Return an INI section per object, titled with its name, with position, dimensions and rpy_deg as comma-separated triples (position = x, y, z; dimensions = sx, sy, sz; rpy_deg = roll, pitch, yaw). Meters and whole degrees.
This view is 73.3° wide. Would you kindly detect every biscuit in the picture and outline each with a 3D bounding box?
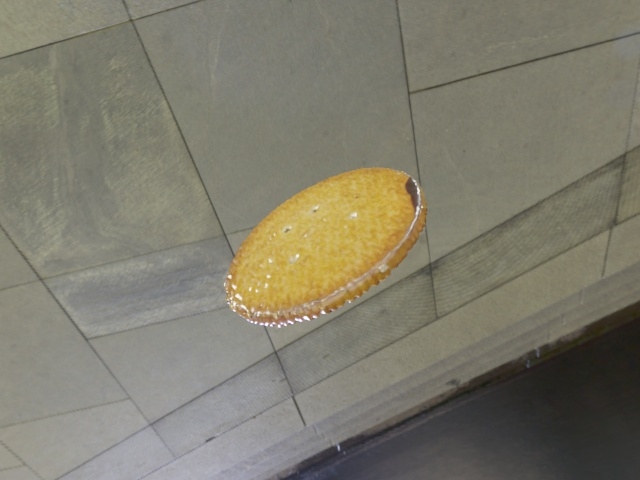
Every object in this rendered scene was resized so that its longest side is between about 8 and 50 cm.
[biscuit]
position = 0.000, 0.000, 0.590
dimensions = 0.306, 0.305, 0.038
rpy_deg = -26, 120, 11
